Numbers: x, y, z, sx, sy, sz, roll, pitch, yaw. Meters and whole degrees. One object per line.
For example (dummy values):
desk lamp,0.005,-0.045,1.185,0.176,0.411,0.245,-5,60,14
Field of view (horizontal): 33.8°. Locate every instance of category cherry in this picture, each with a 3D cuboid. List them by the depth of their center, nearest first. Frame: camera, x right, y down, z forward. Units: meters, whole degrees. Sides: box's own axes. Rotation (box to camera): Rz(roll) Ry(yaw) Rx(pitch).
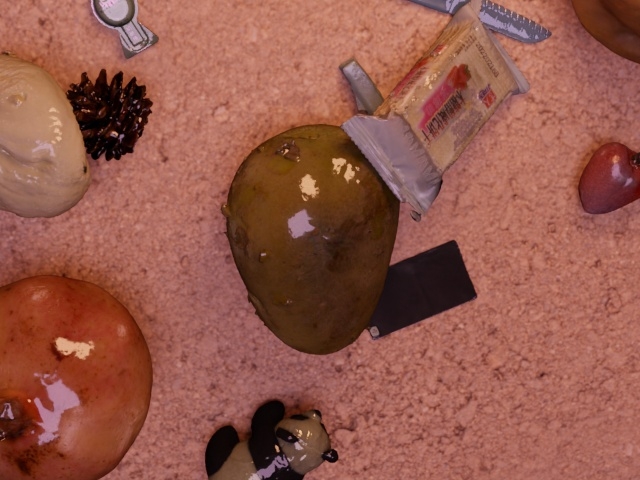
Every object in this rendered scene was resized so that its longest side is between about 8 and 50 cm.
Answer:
cherry,0.462,-0.103,1.659,0.126,0.087,0.106,-26,118,24

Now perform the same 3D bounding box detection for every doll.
doll,-0.086,0.368,1.766,0.234,0.135,0.143,-31,111,3

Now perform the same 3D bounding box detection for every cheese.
cheese,-0.294,-0.331,1.550,0.067,0.026,0.120,-29,110,7

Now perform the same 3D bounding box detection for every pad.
pad,0.154,0.083,1.746,0.193,0.004,0.116,-23,110,4

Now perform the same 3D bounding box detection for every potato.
potato,-0.017,0.009,1.589,0.270,0.219,0.359,-7,114,-25

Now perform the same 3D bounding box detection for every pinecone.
pinecone,-0.317,-0.185,1.543,0.121,0.140,0.140,33,105,-30

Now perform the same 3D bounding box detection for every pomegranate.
pomegranate,-0.416,0.227,1.588,0.338,0.338,0.338,-1,110,-4

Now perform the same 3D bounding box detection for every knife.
knife,0.206,-0.357,1.587,0.313,0.019,0.044,18,105,-13

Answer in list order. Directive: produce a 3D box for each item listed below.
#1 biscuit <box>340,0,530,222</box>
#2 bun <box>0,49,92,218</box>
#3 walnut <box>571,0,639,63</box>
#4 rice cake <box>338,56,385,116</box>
biscuit,0.178,-0.194,1.546,0.309,0.079,0.186,-48,115,-26
bun,-0.443,-0.137,1.503,0.160,0.259,0.259,-27,112,-24
walnut,0.538,-0.410,1.407,0.384,0.383,0.383,-1,110,-4
rice cake,0.086,-0.200,1.624,0.042,0.030,0.180,-32,108,11
